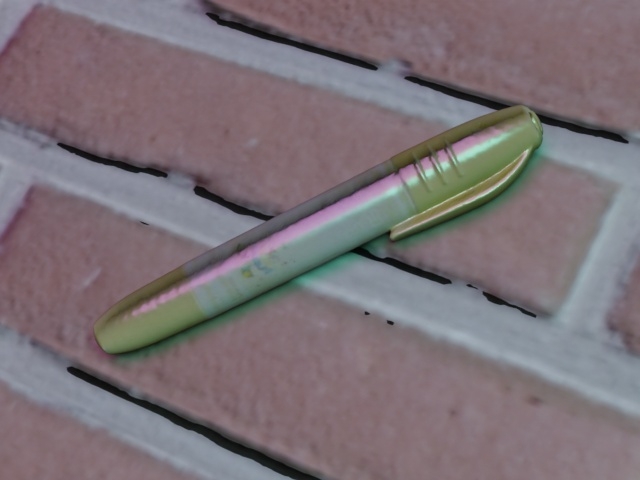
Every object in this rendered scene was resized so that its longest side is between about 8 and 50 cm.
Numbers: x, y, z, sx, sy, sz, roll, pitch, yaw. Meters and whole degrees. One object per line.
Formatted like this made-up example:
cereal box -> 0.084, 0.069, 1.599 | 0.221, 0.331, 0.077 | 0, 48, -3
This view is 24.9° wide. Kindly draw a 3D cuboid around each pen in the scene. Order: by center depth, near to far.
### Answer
pen -> 0.000, 0.000, 0.681 | 0.233, 0.032, 0.040 | -27, 79, 4
